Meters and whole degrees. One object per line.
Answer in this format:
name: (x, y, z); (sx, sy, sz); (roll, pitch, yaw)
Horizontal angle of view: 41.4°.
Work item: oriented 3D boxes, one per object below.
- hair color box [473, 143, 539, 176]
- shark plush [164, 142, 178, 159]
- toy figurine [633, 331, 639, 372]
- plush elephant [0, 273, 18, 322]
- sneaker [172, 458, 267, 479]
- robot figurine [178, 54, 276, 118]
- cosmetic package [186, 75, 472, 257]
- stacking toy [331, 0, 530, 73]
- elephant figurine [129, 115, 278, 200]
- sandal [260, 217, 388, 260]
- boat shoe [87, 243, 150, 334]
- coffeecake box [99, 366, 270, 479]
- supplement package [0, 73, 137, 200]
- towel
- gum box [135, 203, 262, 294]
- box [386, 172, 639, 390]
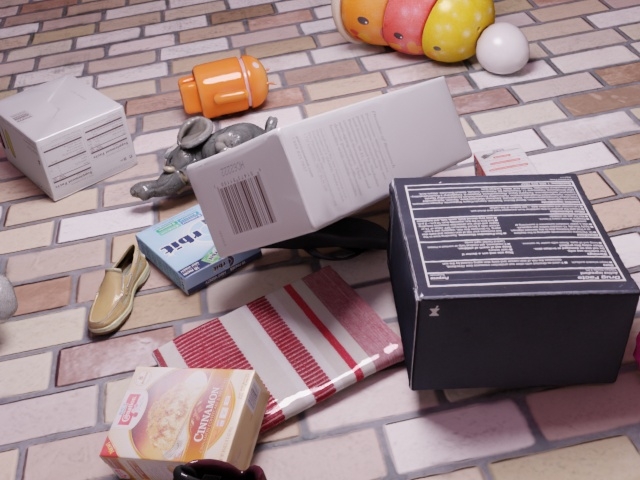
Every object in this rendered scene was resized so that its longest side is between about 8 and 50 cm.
hair color box: (0.351, -0.110, 1.568); (0.093, 0.053, 0.167); (-11, 37, -1)
shark plush: (-0.254, -0.169, 1.799); (0.161, 0.073, 0.067); (31, 68, 15)
toy figurine: (0.506, 0.139, 1.172); (0.173, 0.130, 0.159); (30, 60, 9)
plush elephant: (-0.693, 0.027, 1.424); (0.255, 0.272, 0.330); (-14, 5, -31)
sneaker: (-0.181, 0.331, 0.972); (0.281, 0.163, 0.106); (-22, 38, -19)
robot figurine: (-0.216, -0.358, 1.962); (0.219, 0.128, 0.158); (-14, -7, -7)
cosmetic package: (0.030, -0.131, 1.414); (0.230, 0.162, 0.453); (-15, 7, 43)
stacking toy: (0.293, -0.545, 2.022); (0.350, 0.351, 0.480); (-34, 58, -31)
elephant figurine: (-0.230, -0.162, 1.667); (0.239, 0.170, 0.186); (4, 7, 29)
sandal: (0.000, 0.000, 1.481); (0.254, 0.055, 0.097); (1, 23, 4)
boat shoe: (-0.350, 0.077, 1.435); (0.068, 0.072, 0.190); (0, 37, 11)
coffeecake box: (-0.179, 0.247, 1.134); (0.185, 0.068, 0.142); (-2, 47, 20)
supplement package: (-0.561, -0.230, 1.840); (0.204, 0.145, 0.261); (-30, 40, -28)
towel: (-0.064, 0.173, 1.280); (0.328, 0.037, 0.237); (-24, 41, -18)
gum box: (-0.222, 0.008, 1.530); (0.157, 0.041, 0.184); (-28, 41, -26)
box: (0.258, 0.054, 1.234); (0.296, 0.183, 0.294); (-2, 35, -1)
